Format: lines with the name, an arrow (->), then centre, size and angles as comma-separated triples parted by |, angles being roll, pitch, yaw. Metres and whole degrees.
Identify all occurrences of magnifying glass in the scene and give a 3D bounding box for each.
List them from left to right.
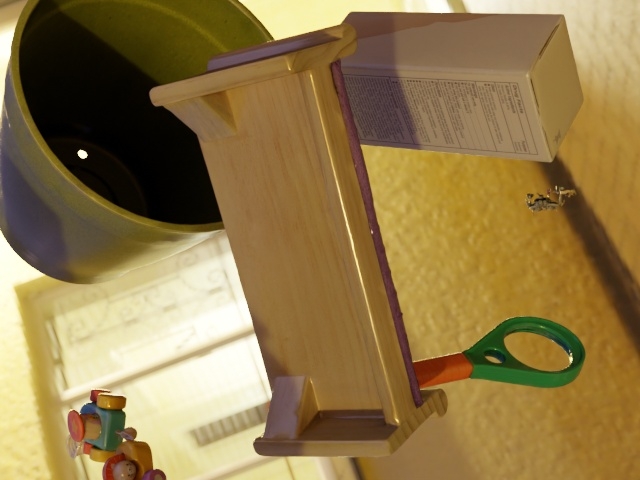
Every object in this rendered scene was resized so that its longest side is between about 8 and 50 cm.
magnifying glass -> 0.165, 0.122, 1.122 | 0.092, 0.230, 0.026 | 54, 141, 44

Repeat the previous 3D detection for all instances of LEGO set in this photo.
LEGO set -> 0.286, -0.047, 1.402 | 0.083, 0.054, 0.024 | 113, 158, -78

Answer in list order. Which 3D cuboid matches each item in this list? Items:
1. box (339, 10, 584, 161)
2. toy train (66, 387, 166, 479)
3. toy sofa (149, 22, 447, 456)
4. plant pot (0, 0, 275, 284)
box -> 0.161, -0.201, 1.426 | 0.121, 0.311, 0.148 | -57, -40, -32
toy train -> -0.188, 0.205, 0.942 | 0.046, 0.125, 0.166 | 8, -141, -42
toy sofa -> 0.000, 0.000, 1.002 | 0.177, 0.150, 0.363 | -30, -71, -54
plant pot -> -0.265, -0.113, 1.443 | 0.353, 0.366, 0.367 | -37, 69, 51
